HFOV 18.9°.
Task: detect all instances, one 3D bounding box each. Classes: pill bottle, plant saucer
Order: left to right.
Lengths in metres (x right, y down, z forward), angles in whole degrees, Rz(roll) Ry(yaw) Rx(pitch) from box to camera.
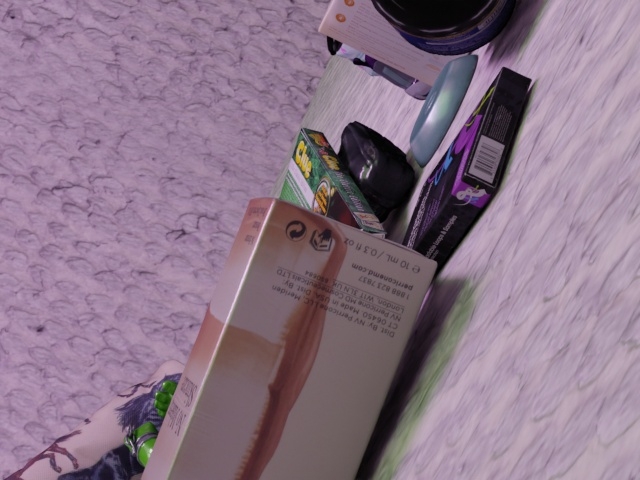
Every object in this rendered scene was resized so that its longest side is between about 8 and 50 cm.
[{"bbox_3d":[0.112,-0.127,1.819,0.119,0.021,0.119,-64,6,11],"label":"plant saucer"},{"bbox_3d":[0.109,-0.225,1.668,0.122,0.123,0.219,-64,-8,3],"label":"pill bottle"}]

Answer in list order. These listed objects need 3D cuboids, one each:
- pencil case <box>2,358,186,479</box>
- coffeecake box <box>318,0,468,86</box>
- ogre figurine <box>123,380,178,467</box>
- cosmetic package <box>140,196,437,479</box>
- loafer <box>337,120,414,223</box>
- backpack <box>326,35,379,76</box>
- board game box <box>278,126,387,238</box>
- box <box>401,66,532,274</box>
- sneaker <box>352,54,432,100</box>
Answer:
[{"bbox_3d":[-0.241,0.282,1.834,0.410,0.160,0.183,-36,-23,-24],"label":"pencil case"},{"bbox_3d":[0.101,-0.251,1.856,0.185,0.142,0.068,-58,8,48],"label":"coffeecake box"},{"bbox_3d":[-0.079,0.172,1.733,0.118,0.197,0.096,-106,12,-58],"label":"ogre figurine"},{"bbox_3d":[-0.039,0.127,1.367,0.153,0.129,0.296,179,112,-80],"label":"cosmetic package"},{"bbox_3d":[0.044,-0.065,1.906,0.078,0.076,0.223,-56,10,9],"label":"loafer"},{"bbox_3d":[0.084,-0.278,2.342,0.152,0.115,0.182,-54,-4,-40],"label":"backpack"},{"bbox_3d":[0.000,0.000,1.815,0.259,0.030,0.136,-118,41,-63],"label":"board game box"},{"bbox_3d":[0.103,-0.041,1.445,0.162,0.029,0.116,119,174,-51],"label":"box"},{"bbox_3d":[0.118,-0.262,1.987,0.083,0.098,0.223,172,123,-84],"label":"sneaker"}]
